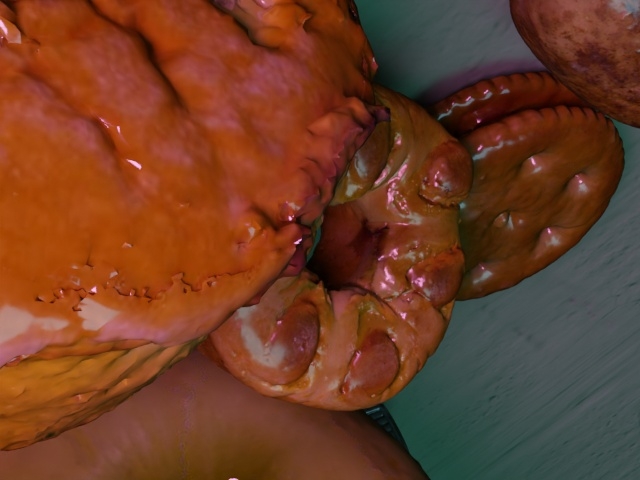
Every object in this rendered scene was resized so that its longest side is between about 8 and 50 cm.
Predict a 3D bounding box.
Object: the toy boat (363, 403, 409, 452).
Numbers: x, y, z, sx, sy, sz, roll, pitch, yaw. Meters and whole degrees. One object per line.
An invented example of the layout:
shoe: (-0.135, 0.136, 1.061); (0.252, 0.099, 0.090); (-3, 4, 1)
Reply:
toy boat: (-0.047, 0.222, 1.439); (0.260, 0.078, 0.085); (-25, 162, -6)

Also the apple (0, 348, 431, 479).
apple: (-0.125, 0.295, 1.183); (0.473, 0.474, 0.474); (-18, 143, -14)

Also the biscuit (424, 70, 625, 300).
biscuit: (0.128, -0.036, 1.250); (0.220, 0.066, 0.220); (-20, 147, -13)

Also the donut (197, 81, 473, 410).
donut: (-0.001, -0.002, 1.082); (0.226, 0.114, 0.227); (-9, 105, -37)

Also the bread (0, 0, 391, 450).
bread: (-0.165, -0.084, 0.762); (0.398, 0.398, 0.215); (2, 147, -34)

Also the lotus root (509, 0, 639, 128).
lotus root: (0.225, -0.149, 1.119); (0.145, 0.128, 0.260); (-28, 142, 25)
